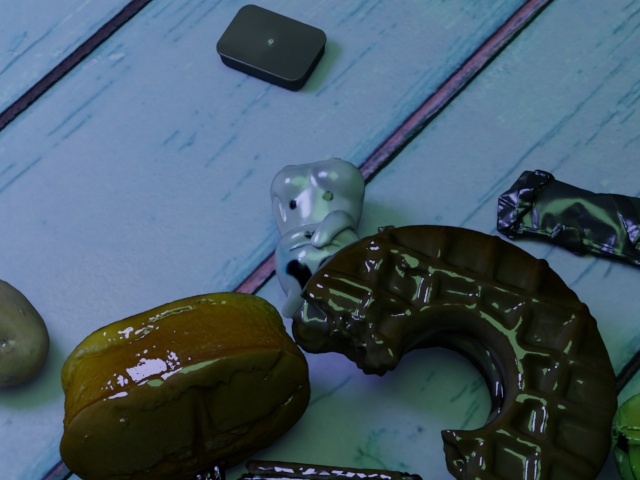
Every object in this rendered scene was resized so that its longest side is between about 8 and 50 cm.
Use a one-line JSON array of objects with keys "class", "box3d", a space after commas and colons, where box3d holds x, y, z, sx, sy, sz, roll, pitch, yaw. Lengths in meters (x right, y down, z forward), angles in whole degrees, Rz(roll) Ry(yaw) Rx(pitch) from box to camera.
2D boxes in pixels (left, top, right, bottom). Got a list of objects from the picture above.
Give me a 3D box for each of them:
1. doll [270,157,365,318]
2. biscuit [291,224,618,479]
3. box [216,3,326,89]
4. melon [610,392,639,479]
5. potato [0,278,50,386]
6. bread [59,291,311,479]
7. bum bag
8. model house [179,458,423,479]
[{"class": "doll", "box3d": [-0.001, -0.007, 1.613, 0.110, 0.107, 0.181, -7, 58, 11]}, {"class": "biscuit", "box3d": [0.160, 0.131, 1.489, 0.268, 0.115, 0.366, -30, 74, -21]}, {"class": "box", "box3d": [-0.061, -0.244, 1.802, 0.126, 0.031, 0.091, 21, 63, 15]}, {"class": "melon", "box3d": [0.416, 0.230, 1.438, 0.265, 0.129, 0.169, 4, 17, 4]}, {"class": "potato", "box3d": [-0.366, 0.097, 1.583, 0.147, 0.112, 0.112, 38, 69, 16]}, {"class": "bread", "box3d": [-0.143, 0.163, 1.476, 0.269, 0.195, 0.143, -18, 53, -1]}, {"class": "bum bag", "box3d": [0.301, -0.028, 1.637, 0.197, 0.049, 0.087, 15, 67, 12]}, {"class": "model house", "box3d": [-0.040, 0.309, 1.274, 0.317, 0.282, 0.297, 44, 109, 19]}]
